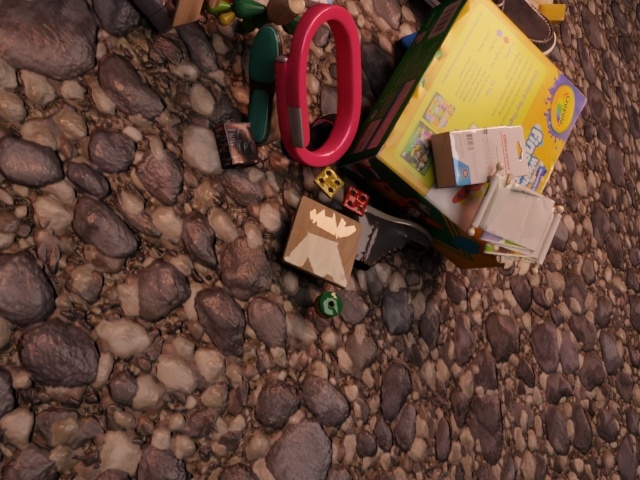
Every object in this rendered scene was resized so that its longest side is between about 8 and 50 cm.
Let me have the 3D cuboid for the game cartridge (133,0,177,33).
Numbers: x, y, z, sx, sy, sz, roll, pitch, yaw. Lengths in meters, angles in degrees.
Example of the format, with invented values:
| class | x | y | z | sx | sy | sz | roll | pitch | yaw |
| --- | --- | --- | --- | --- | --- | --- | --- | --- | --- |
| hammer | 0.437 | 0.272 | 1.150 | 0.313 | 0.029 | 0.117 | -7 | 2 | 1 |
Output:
| class | x | y | z | sx | sy | sz | roll | pitch | yaw |
| --- | --- | --- | --- | --- | --- | --- | --- | --- | --- |
| game cartridge | -0.251 | -0.544 | 1.334 | 0.230 | 0.068 | 0.355 | 46 | 51 | -21 |

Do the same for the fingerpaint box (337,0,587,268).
| class | x | y | z | sx | sy | sz | roll | pitch | yaw |
| --- | --- | --- | --- | --- | --- | --- | --- | --- | --- |
| fingerpaint box | 0.304 | -0.223 | 1.615 | 0.371 | 0.163 | 0.444 | 37 | 70 | -21 |

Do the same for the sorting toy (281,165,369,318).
| class | x | y | z | sx | sy | sz | roll | pitch | yaw |
| --- | --- | --- | --- | --- | --- | --- | --- | --- | --- |
| sorting toy | 0.000 | 0.000 | 1.418 | 0.132 | 0.046 | 0.274 | 25 | 64 | -20 |

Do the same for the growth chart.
| class | x | y | z | sx | sy | sz | roll | pitch | yaw |
| --- | --- | --- | --- | --- | --- | --- | --- | --- | --- |
| growth chart | 0.380 | -0.030 | 1.508 | 0.237 | 0.021 | 0.172 | 25 | 95 | -35 |

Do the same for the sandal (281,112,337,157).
| class | x | y | z | sx | sy | sz | roll | pitch | yaw |
| --- | --- | --- | --- | --- | --- | --- | --- | --- | --- |
| sandal | -0.001 | -0.202 | 1.495 | 0.179 | 0.040 | 0.067 | -32 | 101 | -45 |

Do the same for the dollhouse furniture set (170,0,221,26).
| class | x | y | z | sx | sy | sz | roll | pitch | yaw |
| --- | --- | --- | --- | --- | --- | --- | --- | --- | --- |
| dollhouse furniture set | -0.226 | -0.457 | 1.275 | 0.151 | 0.123 | 0.144 | 41 | 42 | 16 |

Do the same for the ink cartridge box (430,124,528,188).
| class | x | y | z | sx | sy | sz | roll | pitch | yaw |
| --- | --- | --- | --- | --- | --- | --- | --- | --- | --- |
| ink cartridge box | 0.304 | -0.160 | 1.481 | 0.180 | 0.060 | 0.104 | -9 | 92 | -28 |

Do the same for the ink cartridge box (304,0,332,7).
| class | x | y | z | sx | sy | sz | roll | pitch | yaw |
| --- | --- | --- | --- | --- | --- | --- | --- | --- | --- |
| ink cartridge box | -0.017 | -0.500 | 1.575 | 0.083 | 0.028 | 0.048 | -5 | 82 | -45 |

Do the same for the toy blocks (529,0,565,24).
| class | x | y | z | sx | sy | sz | roll | pitch | yaw |
| --- | --- | --- | --- | --- | --- | --- | --- | --- | --- |
| toy blocks | 0.486 | -0.681 | 2.047 | 0.261 | 0.191 | 0.381 | 17 | 76 | -27 |

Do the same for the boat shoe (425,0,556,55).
| class | x | y | z | sx | sy | sz | roll | pitch | yaw |
| --- | --- | --- | --- | --- | --- | --- | --- | --- | --- |
| boat shoe | 0.373 | -0.593 | 1.820 | 0.500 | 0.156 | 0.186 | 31 | 60 | -18 |

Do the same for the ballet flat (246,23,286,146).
| class | x | y | z | sx | sy | sz | roll | pitch | yaw |
| --- | --- | --- | --- | --- | --- | --- | --- | --- | --- |
| ballet flat | -0.089 | -0.272 | 1.365 | 0.068 | 0.072 | 0.213 | -21 | 125 | -54 |

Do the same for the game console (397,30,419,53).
| class | x | y | z | sx | sy | sz | roll | pitch | yaw |
| --- | --- | --- | --- | --- | --- | --- | --- | --- | --- |
| game console | 0.315 | -0.373 | 1.874 | 0.250 | 0.173 | 0.293 | 44 | 42 | 14 |

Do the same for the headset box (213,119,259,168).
| class | x | y | z | sx | sy | sz | roll | pitch | yaw |
| --- | --- | --- | --- | --- | --- | --- | --- | --- | --- |
| headset box | -0.146 | -0.168 | 1.347 | 0.062 | 0.032 | 0.083 | -9 | 86 | -46 |

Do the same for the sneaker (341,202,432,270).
| class | x | y | z | sx | sy | sz | roll | pitch | yaw |
| --- | --- | --- | --- | --- | --- | --- | --- | --- | --- |
| sneaker | 0.126 | 0.015 | 1.542 | 0.222 | 0.083 | 0.118 | 19 | 70 | -30 |

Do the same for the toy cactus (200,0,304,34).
| class | x | y | z | sx | sy | sz | roll | pitch | yaw |
| --- | --- | --- | --- | --- | --- | --- | --- | --- | --- |
| toy cactus | -0.096 | -0.386 | 1.362 | 0.219 | 0.180 | 0.112 | 20 | 79 | -33 |

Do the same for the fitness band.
| class | x | y | z | sx | sy | sz | roll | pitch | yaw |
| --- | --- | --- | --- | --- | --- | --- | --- | --- | --- |
| fitness band | 0.001 | -0.270 | 1.383 | 0.209 | 0.054 | 0.290 | -37 | 134 | -47 |
